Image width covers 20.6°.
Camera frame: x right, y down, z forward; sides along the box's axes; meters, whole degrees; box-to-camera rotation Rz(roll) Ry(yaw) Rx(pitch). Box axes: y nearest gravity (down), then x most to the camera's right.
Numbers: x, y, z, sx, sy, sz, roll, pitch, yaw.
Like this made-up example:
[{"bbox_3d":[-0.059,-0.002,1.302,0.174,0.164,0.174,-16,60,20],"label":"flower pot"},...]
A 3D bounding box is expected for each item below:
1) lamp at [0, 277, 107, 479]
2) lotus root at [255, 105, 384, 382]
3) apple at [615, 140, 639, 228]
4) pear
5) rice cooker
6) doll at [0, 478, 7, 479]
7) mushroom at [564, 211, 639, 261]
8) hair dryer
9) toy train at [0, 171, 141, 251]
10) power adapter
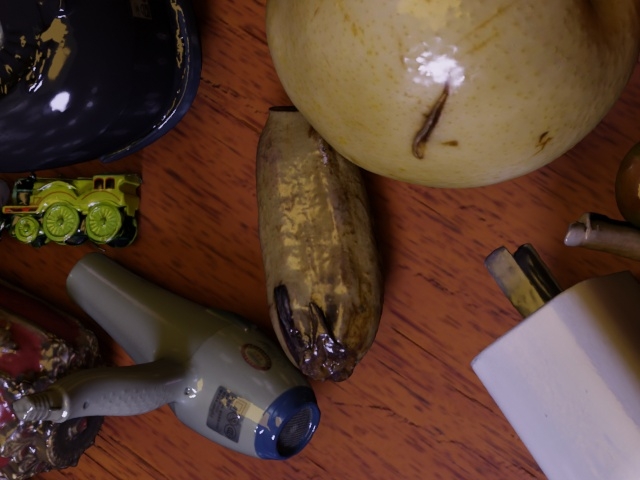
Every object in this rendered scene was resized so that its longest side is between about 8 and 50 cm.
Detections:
[{"bbox_3d":[-0.336,0.120,1.718,0.274,0.177,0.177,25,103,25],"label":"lamp"},{"bbox_3d":[0.000,0.000,1.584,0.110,0.097,0.258,-9,81,19],"label":"lotus root"},{"bbox_3d":[0.287,-0.043,1.448,0.090,0.074,0.089,2,95,24],"label":"apple"},{"bbox_3d":[0.103,-0.191,1.415,0.309,0.309,0.309,2,94,26],"label":"pear"},{"bbox_3d":[-0.250,-0.188,1.623,0.267,0.224,0.267,1,91,25],"label":"rice cooker"},{"bbox_3d":[-0.308,0.301,1.748,0.160,0.059,0.161,56,147,21],"label":"doll"},{"bbox_3d":[0.269,0.023,1.423,0.061,0.187,0.060,-41,30,48],"label":"mushroom"},{"bbox_3d":[-0.179,0.092,1.601,0.296,0.298,0.119,43,117,52],"label":"hair dryer"},{"bbox_3d":[-0.298,-0.029,1.725,0.250,0.053,0.085,-1,83,15],"label":"toy train"},{"bbox_3d":[0.223,0.110,1.427,0.124,0.187,0.255,-38,76,22],"label":"power adapter"}]
